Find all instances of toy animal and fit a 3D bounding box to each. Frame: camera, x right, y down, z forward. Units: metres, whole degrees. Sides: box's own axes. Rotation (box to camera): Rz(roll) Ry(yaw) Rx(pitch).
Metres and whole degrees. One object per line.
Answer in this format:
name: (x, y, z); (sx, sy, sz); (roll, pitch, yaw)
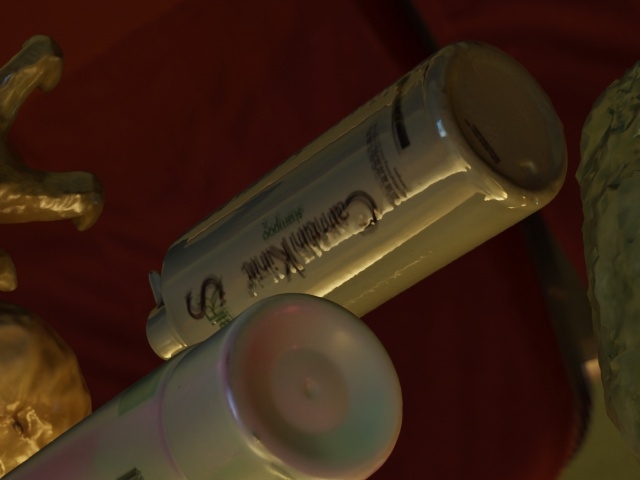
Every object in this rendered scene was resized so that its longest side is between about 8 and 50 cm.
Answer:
toy animal: (-0.207, -0.020, 1.054); (0.101, 0.103, 0.218); (-26, 176, -37)

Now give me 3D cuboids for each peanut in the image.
peanut: (-0.169, 0.111, 1.022); (0.098, 0.103, 0.229); (1, 150, -1)

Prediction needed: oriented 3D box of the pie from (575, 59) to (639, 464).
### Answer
pie: (0.209, 0.029, 0.377); (0.323, 0.323, 0.071); (-3, 131, -19)

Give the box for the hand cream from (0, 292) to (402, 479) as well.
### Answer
hand cream: (-0.044, 0.066, 0.481); (0.076, 0.047, 0.174); (26, 145, -18)

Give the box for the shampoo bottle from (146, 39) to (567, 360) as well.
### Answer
shampoo bottle: (0.000, 0.000, 0.919); (0.085, 0.085, 0.262); (12, 148, -39)
